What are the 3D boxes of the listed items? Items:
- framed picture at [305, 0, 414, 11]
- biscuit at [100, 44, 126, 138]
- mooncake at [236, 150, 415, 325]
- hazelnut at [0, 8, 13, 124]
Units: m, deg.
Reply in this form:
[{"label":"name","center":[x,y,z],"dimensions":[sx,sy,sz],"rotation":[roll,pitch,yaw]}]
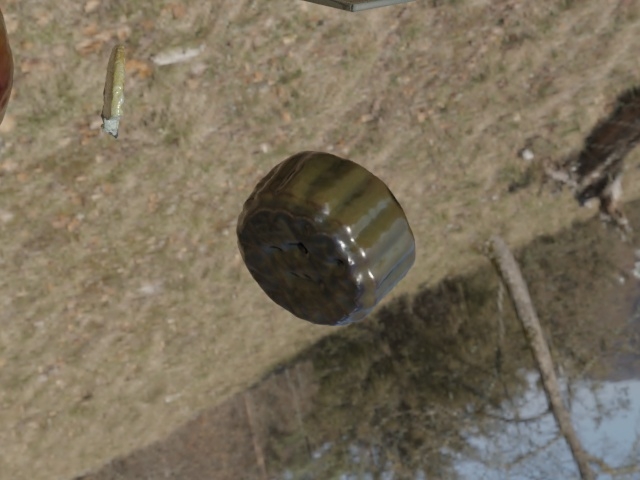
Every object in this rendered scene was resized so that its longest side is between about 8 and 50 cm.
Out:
[{"label":"framed picture","center":[0.073,-0.402,1.430],"dimensions":[0.189,0.023,0.260],"rotation":[25,-146,39]},{"label":"biscuit","center":[-0.419,-0.299,1.830],"dimensions":[0.040,0.188,0.265],"rotation":[6,-157,-16]},{"label":"mooncake","center":[0.000,0.000,1.490],"dimensions":[0.290,0.290,0.161],"rotation":[-22,-160,51]},{"label":"hazelnut","center":[-0.504,-0.176,0.890],"dimensions":[0.353,0.420,0.421],"rotation":[31,158,-14]}]
